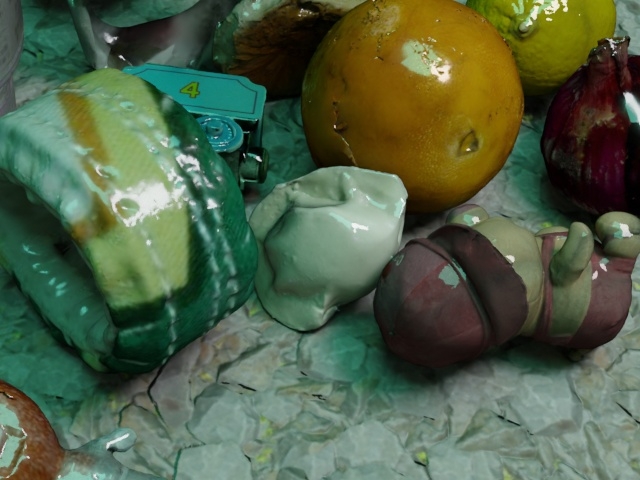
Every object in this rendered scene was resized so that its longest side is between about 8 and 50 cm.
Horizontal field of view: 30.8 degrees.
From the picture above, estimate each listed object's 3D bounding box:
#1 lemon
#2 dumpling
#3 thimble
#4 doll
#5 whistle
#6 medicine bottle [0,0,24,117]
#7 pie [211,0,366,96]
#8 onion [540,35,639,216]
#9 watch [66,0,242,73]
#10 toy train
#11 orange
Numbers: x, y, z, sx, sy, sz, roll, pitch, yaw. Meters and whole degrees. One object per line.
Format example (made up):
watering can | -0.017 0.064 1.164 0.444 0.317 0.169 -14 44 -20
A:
lemon | 0.257 -0.259 1.368 0.178 0.178 0.203 23 20 12
dumpling | 0.000 0.001 1.162 0.150 0.176 0.092 35 38 2
thimble | -0.200 -0.020 1.091 0.167 0.254 0.288 -33 49 -30
doll | 0.177 0.039 1.128 0.256 0.196 0.152 -8 54 -20
whistle | -0.239 0.206 0.993 0.346 0.133 0.142 17 43 -3
medicine bottle | -0.426 -0.215 1.187 0.241 0.302 0.241 3 51 -4
pie | -0.032 -0.225 1.312 0.195 0.195 0.046 -11 66 -14
onion | 0.310 -0.135 1.260 0.140 0.218 0.195 1 53 30
watch | -0.163 -0.284 1.304 0.253 0.241 0.161 -16 50 3
toy train | -0.150 -0.117 1.268 0.198 0.107 0.154 9 44 0
orange | 0.096 -0.144 1.231 0.240 0.240 0.240 3 52 -4
